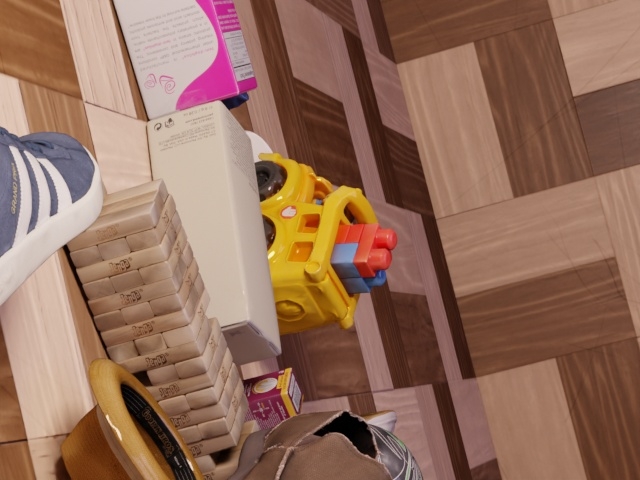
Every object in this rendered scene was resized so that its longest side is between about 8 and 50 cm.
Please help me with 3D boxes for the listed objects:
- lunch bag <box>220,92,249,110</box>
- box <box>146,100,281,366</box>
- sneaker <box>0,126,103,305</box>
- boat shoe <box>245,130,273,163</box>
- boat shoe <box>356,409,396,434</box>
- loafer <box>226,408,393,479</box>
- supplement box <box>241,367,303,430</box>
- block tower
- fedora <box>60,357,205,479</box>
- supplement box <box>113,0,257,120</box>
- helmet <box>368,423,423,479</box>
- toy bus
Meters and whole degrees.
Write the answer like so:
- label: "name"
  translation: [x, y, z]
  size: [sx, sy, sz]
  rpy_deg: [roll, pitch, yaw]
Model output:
- label: "lunch bag"
  translation: [-0.135, -0.185, 2.248]
  size: [0.067, 0.065, 0.098]
  rpy_deg: [62, 10, 16]
- label: "box"
  translation: [-0.117, -0.004, 2.042]
  size: [0.113, 0.094, 0.275]
  rpy_deg: [52, 26, -59]
- label: "sneaker"
  translation: [-0.260, -0.052, 1.396]
  size: [0.350, 0.131, 0.148]
  rpy_deg: [-69, 147, -69]
- label: "boat shoe"
  translation: [-0.078, -0.060, 2.367]
  size: [0.063, 0.066, 0.184]
  rpy_deg: [30, -29, 58]
- label: "boat shoe"
  translation: [0.033, 0.277, 2.373]
  size: [0.277, 0.098, 0.096]
  rpy_deg: [-13, 88, -68]
- label: "loafer"
  translation: [-0.005, 0.225, 1.654]
  size: [0.134, 0.130, 0.366]
  rpy_deg: [56, 8, -14]
- label: "supplement box"
  translation: [-0.066, 0.180, 2.068]
  size: [0.055, 0.083, 0.043]
  rpy_deg: [-82, 153, -61]
- label: "block tower"
  translation: [-0.146, 0.102, 1.796]
  size: [0.091, 0.097, 0.335]
  rpy_deg: [-75, 147, -66]
- label: "fedora"
  translation: [-0.163, 0.193, 1.594]
  size: [0.194, 0.079, 0.194]
  rpy_deg: [57, 4, -7]
- label: "supplement box"
  translation: [-0.161, -0.258, 2.110]
  size: [0.114, 0.111, 0.220]
  rpy_deg: [-35, 110, -77]
- label: "helmet"
  translation: [0.037, 0.282, 2.055]
  size: [0.169, 0.161, 0.169]
  rpy_deg: [27, 56, -49]
- label: "toy bus"
  translation: [0.000, 0.000, 2.226]
  size: [0.149, 0.211, 0.220]
  rpy_deg: [58, 35, -41]
